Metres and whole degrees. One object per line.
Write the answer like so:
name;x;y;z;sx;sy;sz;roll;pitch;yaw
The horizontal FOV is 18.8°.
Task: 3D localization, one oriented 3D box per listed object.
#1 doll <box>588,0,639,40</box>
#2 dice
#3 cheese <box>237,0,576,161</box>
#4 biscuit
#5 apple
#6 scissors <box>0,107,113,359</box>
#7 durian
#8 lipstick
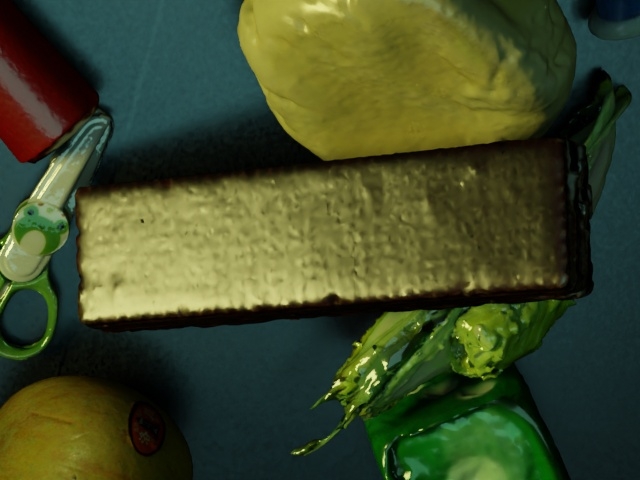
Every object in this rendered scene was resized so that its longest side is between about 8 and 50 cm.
doll;0.204;-0.269;1.366;0.215;0.161;0.257;-34;121;-8
dice;0.113;0.166;1.481;0.128;0.120;0.131;-25;108;3
cheese;0.059;-0.130;1.373;0.226;0.117;0.214;40;133;-24
biscuit;0.000;0.000;1.370;0.388;0.073;0.107;-5;82;23
apple;-0.181;0.191;1.444;0.155;0.182;0.182;18;103;-16
scissors;-0.211;-0.008;1.461;0.101;0.027;0.204;29;102;-17
durian;0.125;0.035;1.434;0.106;0.132;0.375;43;81;-18
lipstick;-0.261;-0.164;1.390;0.080;0.080;0.241;-40;104;7
